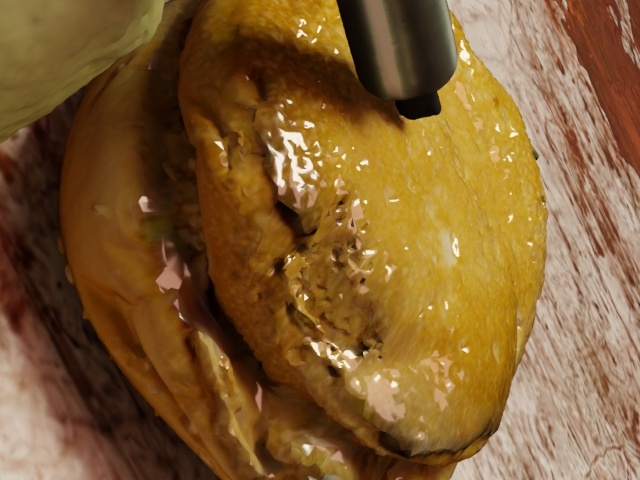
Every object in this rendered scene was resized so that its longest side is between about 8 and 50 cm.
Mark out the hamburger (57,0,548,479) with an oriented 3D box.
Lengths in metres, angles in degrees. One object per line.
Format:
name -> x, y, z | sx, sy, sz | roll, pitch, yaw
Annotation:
hamburger -> 0.000, 0.000, 0.740 | 0.290, 0.170, 0.314 | 54, 32, -17

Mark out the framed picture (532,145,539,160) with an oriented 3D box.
framed picture -> 0.028, -0.183, 0.949 | 0.231, 0.018, 0.293 | 48, 6, -31

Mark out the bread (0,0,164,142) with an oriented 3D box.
bread -> -0.197, -0.165, 0.458 | 0.320, 0.237, 0.321 | -19, 90, -85

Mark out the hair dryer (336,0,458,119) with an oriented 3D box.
hair dryer -> -0.032, -0.185, 0.567 | 0.284, 0.155, 0.320 | 102, -33, -59
